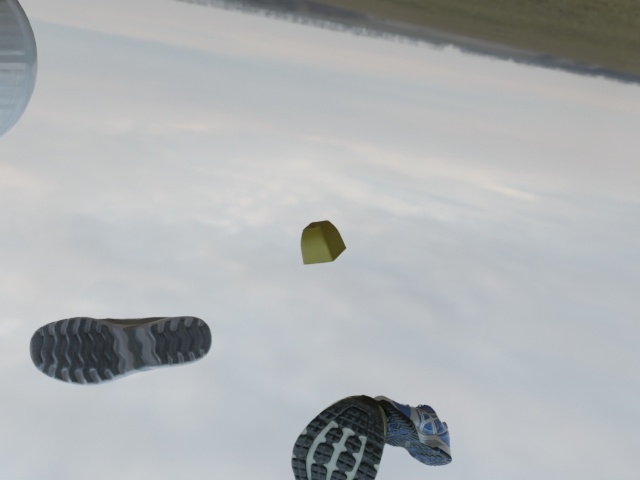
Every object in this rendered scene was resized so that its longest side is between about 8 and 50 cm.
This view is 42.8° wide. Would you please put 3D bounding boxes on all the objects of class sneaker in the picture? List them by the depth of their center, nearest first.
[{"bbox_3d":[-0.313,0.173,1.299,0.282,0.105,0.115,0,174,-7],"label":"sneaker"},{"bbox_3d":[0.159,0.328,1.465,0.080,0.081,0.211,-22,130,35],"label":"sneaker"},{"bbox_3d":[0.037,0.413,1.517,0.158,0.410,0.182,27,-145,13],"label":"sneaker"}]

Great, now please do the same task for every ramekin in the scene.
[{"bbox_3d":[-0.521,-0.237,1.057,0.273,0.272,0.127,11,-167,1],"label":"ramekin"}]

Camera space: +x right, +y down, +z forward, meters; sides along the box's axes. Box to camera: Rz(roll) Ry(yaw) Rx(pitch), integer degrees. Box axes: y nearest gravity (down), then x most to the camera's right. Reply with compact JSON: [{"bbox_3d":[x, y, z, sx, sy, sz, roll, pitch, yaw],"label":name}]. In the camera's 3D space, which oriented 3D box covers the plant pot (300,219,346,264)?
[{"bbox_3d":[0.000,0.000,1.894,0.082,0.083,0.081,-6,-160,29],"label":"plant pot"}]
